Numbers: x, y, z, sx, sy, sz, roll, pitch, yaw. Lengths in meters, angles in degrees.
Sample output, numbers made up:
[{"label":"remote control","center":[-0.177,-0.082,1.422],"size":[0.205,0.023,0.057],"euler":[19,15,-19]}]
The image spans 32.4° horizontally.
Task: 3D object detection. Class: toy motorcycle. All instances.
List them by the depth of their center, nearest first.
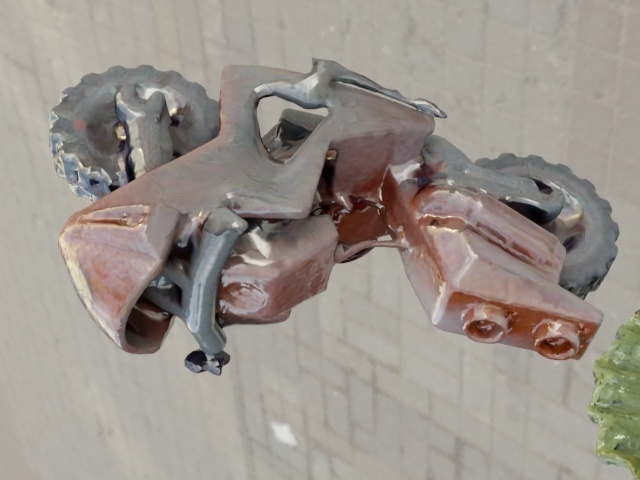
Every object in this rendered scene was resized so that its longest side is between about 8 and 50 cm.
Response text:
[{"label":"toy motorcycle","center":[0.000,0.000,0.391],"size":[0.213,0.118,0.084],"euler":[13,138,0]}]

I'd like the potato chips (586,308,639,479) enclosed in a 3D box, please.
[{"label":"potato chips","center":[0.484,0.163,1.113],"size":[0.429,0.358,0.070],"euler":[6,145,3]}]
